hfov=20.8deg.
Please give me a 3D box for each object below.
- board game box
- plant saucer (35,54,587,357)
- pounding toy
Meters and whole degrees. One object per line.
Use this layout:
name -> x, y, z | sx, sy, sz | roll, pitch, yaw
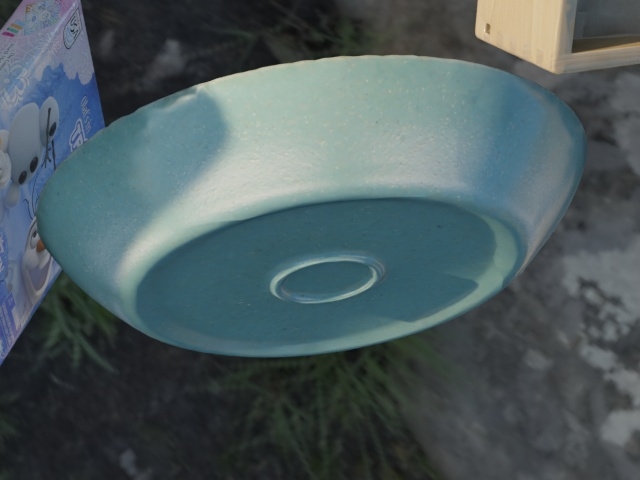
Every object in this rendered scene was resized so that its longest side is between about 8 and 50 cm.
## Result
board game box -> -0.099, -0.020, 0.565 | 0.090, 0.020, 0.090 | 85, 25, -50
plant saucer -> 0.000, 0.000, 0.372 | 0.119, 0.021, 0.119 | -7, 155, -3
pounding toy -> 0.155, -0.153, 0.927 | 0.141, 0.100, 0.130 | -10, 117, -29
